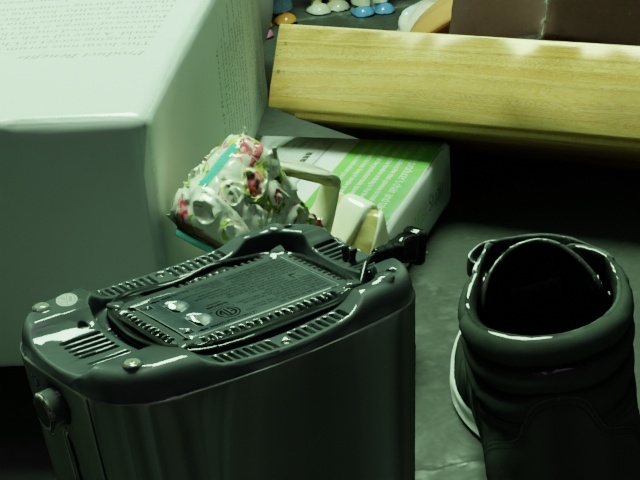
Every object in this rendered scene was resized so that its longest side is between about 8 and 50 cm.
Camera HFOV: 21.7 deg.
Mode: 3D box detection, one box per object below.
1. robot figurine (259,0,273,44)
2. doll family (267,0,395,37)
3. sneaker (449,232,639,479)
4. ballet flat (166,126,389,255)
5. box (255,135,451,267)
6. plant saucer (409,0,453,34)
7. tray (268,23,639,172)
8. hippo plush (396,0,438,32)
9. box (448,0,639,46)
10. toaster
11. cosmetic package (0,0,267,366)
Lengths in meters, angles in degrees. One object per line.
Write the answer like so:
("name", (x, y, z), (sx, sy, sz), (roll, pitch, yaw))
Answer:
("robot figurine", (-0.167, -0.218, 1.518), (0.200, 0.300, 0.353), (44, 17, 5))
("doll family", (-0.037, -0.326, 1.864), (0.263, 0.163, 0.118), (-16, 25, -28))
("sneaker", (0.124, 0.050, 0.916), (0.104, 0.147, 0.296), (-5, 20, 2))
("ballet flat", (0.000, 0.000, 0.998), (0.091, 0.077, 0.241), (24, -4, 30))
("box", (-0.083, -0.019, 1.250), (0.322, 0.058, 0.232), (2, 23, 19))
("plant saucer", (0.158, -0.187, 1.485), (0.200, 0.037, 0.200), (-15, -20, -6))
("tray", (0.189, -0.101, 1.284), (0.411, 0.076, 0.203), (8, -2, 27))
("hippo plush", (0.198, -0.306, 1.672), (0.234, 0.236, 0.294), (2, 23, 17))
("box", (0.219, -0.235, 1.312), (0.168, 0.203, 0.167), (10, -2, -22))
("toaster", (-0.038, 0.086, 0.852), (0.227, 0.146, 0.129), (-20, 27, -33))
("cosmetic package", (-0.177, -0.086, 1.143), (0.230, 0.161, 0.453), (-2, 24, 7))
